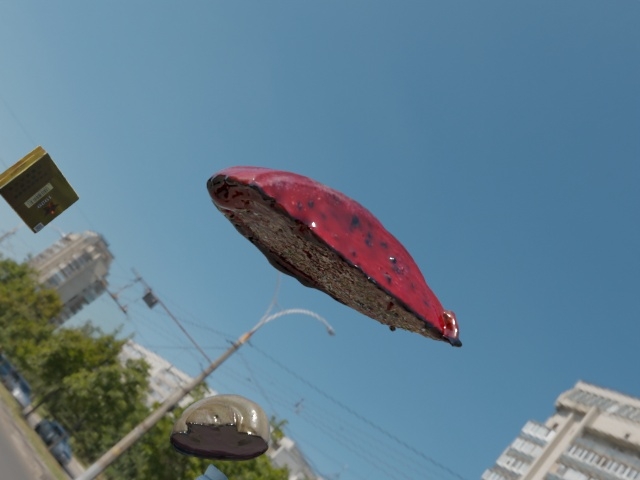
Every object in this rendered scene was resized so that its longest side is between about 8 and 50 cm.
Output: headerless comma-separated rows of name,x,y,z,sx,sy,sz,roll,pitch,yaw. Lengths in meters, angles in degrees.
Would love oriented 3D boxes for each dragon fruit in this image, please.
dragon fruit,0.000,0.000,0.856,0.343,0.100,0.282,37,-17,-24

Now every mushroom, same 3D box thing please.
mushroom,-0.184,0.344,1.286,0.188,0.117,0.141,-4,-55,5

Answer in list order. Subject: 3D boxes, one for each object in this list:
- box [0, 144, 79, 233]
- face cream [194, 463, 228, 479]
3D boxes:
box,-0.426,-0.074,1.036,0.023,0.090,0.133,41,-18,21
face cream,-0.039,0.351,0.713,0.369,0.145,0.145,16,-42,43
